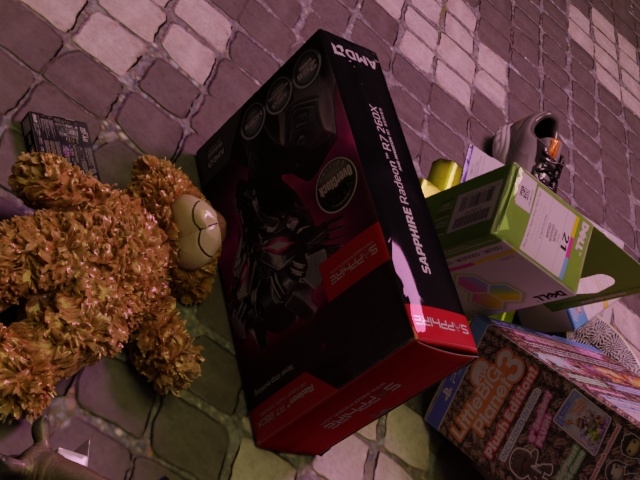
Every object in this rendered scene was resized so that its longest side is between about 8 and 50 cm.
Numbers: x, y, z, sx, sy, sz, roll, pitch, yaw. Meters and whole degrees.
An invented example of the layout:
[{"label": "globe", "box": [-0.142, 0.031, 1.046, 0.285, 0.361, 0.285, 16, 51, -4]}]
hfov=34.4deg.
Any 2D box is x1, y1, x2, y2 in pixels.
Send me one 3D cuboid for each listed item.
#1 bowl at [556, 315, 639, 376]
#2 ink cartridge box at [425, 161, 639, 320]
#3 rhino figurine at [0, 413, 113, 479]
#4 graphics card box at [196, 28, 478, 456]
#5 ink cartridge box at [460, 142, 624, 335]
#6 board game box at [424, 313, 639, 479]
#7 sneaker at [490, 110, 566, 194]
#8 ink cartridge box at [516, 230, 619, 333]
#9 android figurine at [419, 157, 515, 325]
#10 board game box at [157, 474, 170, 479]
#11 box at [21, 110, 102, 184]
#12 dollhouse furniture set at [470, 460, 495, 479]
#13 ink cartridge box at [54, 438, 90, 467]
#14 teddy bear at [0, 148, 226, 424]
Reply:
[{"label": "bowl", "box": [0.362, 0.187, 1.405, 0.170, 0.080, 0.170, 28, 41, -27]}, {"label": "ink cartridge box", "box": [0.233, 0.040, 1.171, 0.255, 0.189, 0.097, 34, 60, -22]}, {"label": "rhino figurine", "box": [-0.152, 0.204, 0.707, 0.243, 0.106, 0.073, 40, 38, 0]}, {"label": "graphics card box", "box": [0.000, 0.000, 1.048, 0.094, 0.233, 0.371, 15, 50, -39]}, {"label": "ink cartridge box", "box": [0.287, 0.011, 1.444, 0.333, 0.065, 0.165, 29, 67, -30]}, {"label": "board game box", "box": [0.305, 0.223, 1.139, 0.232, 0.141, 0.291, 17, 12, -38]}, {"label": "sneaker", "box": [0.323, -0.095, 1.588, 0.100, 0.108, 0.271, 30, 47, -28]}, {"label": "ink cartridge box", "box": [0.331, 0.053, 1.374, 0.143, 0.090, 0.092, -26, 98, -36]}, {"label": "android figurine", "box": [0.148, 0.041, 1.264, 0.248, 0.056, 0.273, 32, 62, -23]}, {"label": "board game box", "box": [-0.091, 0.309, 0.781, 0.243, 0.042, 0.165, 40, 33, 13]}, {"label": "box", "box": [-0.257, -0.085, 1.027, 0.067, 0.018, 0.083, 7, 54, -44]}, {"label": "dollhouse furniture set", "box": [0.225, 0.332, 1.172, 0.144, 0.123, 0.151, 21, 10, -35]}, {"label": "ink cartridge box", "box": [-0.206, 0.196, 0.806, 0.028, 0.048, 0.083, 27, 40, -30]}, {"label": "teddy bear", "box": [-0.194, 0.026, 0.920, 0.338, 0.113, 0.245, -4, 64, -49]}]
